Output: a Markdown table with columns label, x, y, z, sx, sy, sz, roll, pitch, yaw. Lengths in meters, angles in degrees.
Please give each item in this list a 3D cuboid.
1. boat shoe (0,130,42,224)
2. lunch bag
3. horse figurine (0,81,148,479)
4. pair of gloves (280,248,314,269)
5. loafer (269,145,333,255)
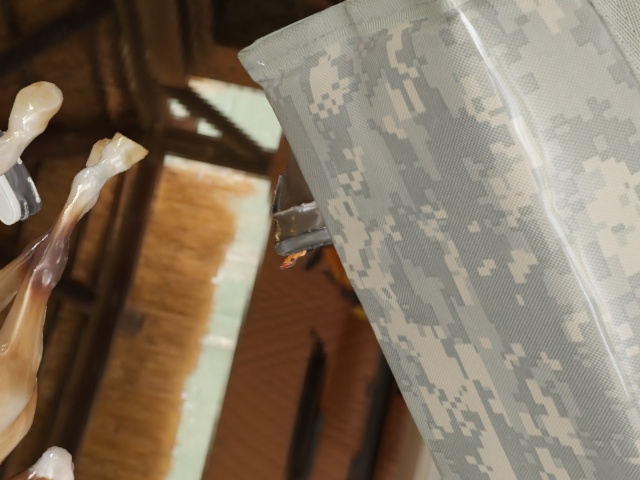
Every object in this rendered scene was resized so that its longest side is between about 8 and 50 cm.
| label | x | y | z | sx | sy | sz | roll | pitch | yaw |
| --- | --- | --- | --- | --- | --- | --- | --- | --- | --- |
| boat shoe | -0.295 | -0.077 | 1.311 | 0.038 | 0.125 | 0.046 | -25 | -4 | -43 |
| lunch bag | 0.158 | -0.031 | 0.538 | 0.169 | 0.287 | 0.235 | -8 | 109 | 60 |
| horse figurine | -0.122 | 0.030 | 0.439 | 0.174 | 0.066 | 0.263 | -61 | -12 | -3 |
| pair of gloves | 0.000 | 0.000 | 1.392 | 0.083 | 0.010 | 0.074 | -33 | 6 | 23 |
| loafer | -0.002 | -0.052 | 1.095 | 0.220 | 0.080 | 0.078 | -76 | -29 | -70 |
